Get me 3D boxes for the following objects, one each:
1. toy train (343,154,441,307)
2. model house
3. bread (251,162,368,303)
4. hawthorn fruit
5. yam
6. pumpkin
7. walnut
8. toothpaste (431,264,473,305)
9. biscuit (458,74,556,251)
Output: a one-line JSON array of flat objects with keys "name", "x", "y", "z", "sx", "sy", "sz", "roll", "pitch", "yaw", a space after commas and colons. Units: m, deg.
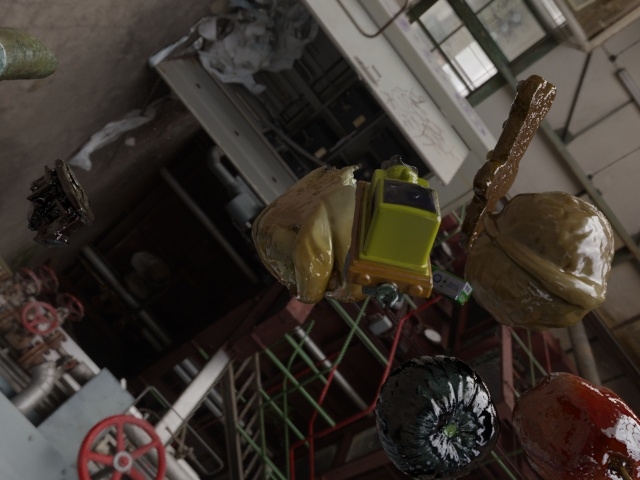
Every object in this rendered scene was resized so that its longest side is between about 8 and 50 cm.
[{"name": "toy train", "x": 0.080, "y": -0.020, "z": 0.546, "sx": 0.219, "sy": 0.089, "sz": 0.127, "roll": -78, "pitch": 180, "yaw": -53}, {"name": "model house", "x": -0.654, "y": -0.076, "z": 1.220, "sx": 0.164, "sy": 0.141, "sz": 0.203, "roll": -31, "pitch": -135, "yaw": -9}, {"name": "bread", "x": -0.015, "y": -0.019, "z": 1.174, "sx": 0.246, "sy": 0.328, "sz": 0.424, "roll": 0, "pitch": -166, "yaw": -20}, {"name": "hawthorn fruit", "x": 0.607, "y": 0.465, "z": 1.134, "sx": 0.287, "sy": 0.287, "sz": 0.330, "roll": -39, "pitch": -170, "yaw": 2}, {"name": "yam", "x": -0.598, "y": -0.355, "z": 0.960, "sx": 0.106, "sy": 0.106, "sz": 0.259, "roll": -38, "pitch": -159, "yaw": 8}, {"name": "pumpkin", "x": 0.183, "y": 0.281, "z": 0.798, "sx": 0.202, "sy": 0.202, "sz": 0.140, "roll": -40, "pitch": -172, "yaw": -9}, {"name": "walnut", "x": 0.440, "y": 0.042, "z": 1.014, "sx": 0.296, "sy": 0.285, "sz": 0.285, "roll": -55, "pitch": -179, "yaw": 21}, {"name": "toothpaste", "x": 0.164, "y": 0.051, "z": 0.832, "sx": 0.179, "sy": 0.043, "sz": 0.037, "roll": 28, "pitch": -99, "yaw": 37}, {"name": "biscuit", "x": 0.416, "y": -0.175, "z": 1.181, "sx": 0.283, "sy": 0.064, "sz": 0.431, "roll": -14, "pitch": 129, "yaw": -57}]
